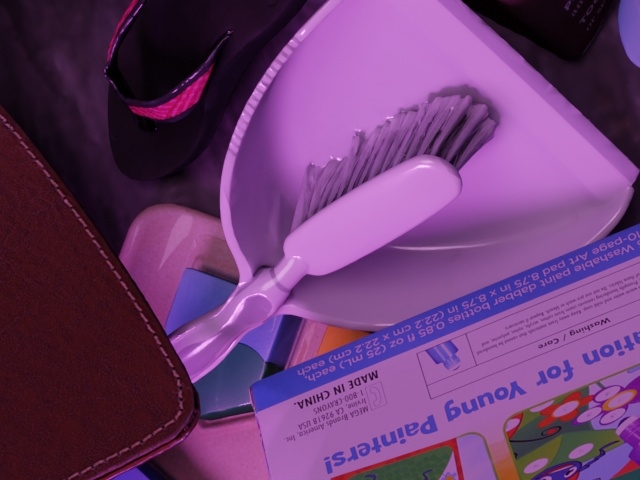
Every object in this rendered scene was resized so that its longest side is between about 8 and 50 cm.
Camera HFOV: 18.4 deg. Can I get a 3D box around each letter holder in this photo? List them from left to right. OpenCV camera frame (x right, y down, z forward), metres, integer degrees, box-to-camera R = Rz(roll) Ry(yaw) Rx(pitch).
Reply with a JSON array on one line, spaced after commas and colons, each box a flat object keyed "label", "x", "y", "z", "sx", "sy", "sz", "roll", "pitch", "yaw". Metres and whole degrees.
[{"label": "letter holder", "x": -0.204, "y": 0.054, "z": 0.848, "sx": 0.214, "sy": 0.152, "sz": 0.302, "roll": -28, "pitch": 57, "yaw": -22}]

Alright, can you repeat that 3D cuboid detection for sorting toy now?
[{"label": "sorting toy", "x": -0.022, "y": 0.100, "z": 0.828, "sx": 0.208, "sy": 0.038, "sz": 0.193, "roll": 20, "pitch": 89, "yaw": 25}]

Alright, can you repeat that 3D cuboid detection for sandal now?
[{"label": "sandal", "x": -0.060, "y": -0.083, "z": 0.829, "sx": 0.067, "sy": 0.040, "sz": 0.179, "roll": 62, "pitch": 143, "yaw": 14}]

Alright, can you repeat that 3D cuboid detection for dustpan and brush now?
[{"label": "dustpan and brush", "x": 0.000, "y": 0.000, "z": 0.777, "sx": 0.211, "sy": 0.147, "sz": 0.060, "roll": -33, "pitch": 27, "yaw": 36}]

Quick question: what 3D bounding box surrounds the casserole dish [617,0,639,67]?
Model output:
[{"label": "casserole dish", "x": 0.201, "y": -0.111, "z": 0.737, "sx": 0.188, "sy": 0.037, "sz": 0.114, "roll": -28, "pitch": 49, "yaw": 26}]

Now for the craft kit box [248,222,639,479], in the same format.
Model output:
[{"label": "craft kit box", "x": 0.114, "y": 0.101, "z": 0.670, "sx": 0.250, "sy": 0.061, "sz": 0.246, "roll": -23, "pitch": 38, "yaw": 7}]

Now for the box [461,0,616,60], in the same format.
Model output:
[{"label": "box", "x": 0.046, "y": -0.198, "z": 0.758, "sx": 0.168, "sy": 0.203, "sz": 0.167, "roll": 33, "pitch": 95, "yaw": 26}]
